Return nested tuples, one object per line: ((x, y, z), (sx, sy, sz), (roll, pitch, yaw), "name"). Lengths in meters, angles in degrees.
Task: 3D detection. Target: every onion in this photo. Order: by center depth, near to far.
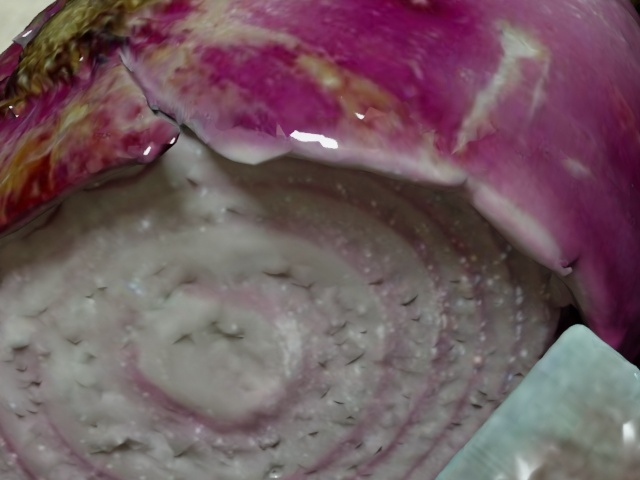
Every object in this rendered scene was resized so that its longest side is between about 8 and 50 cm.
((-0.010, -0.008, 0.487), (0.201, 0.207, 0.200), (18, 42, -17), "onion")

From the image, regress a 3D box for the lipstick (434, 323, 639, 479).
((-0.032, 0.187, 0.387), (0.371, 0.080, 0.076), (-49, 56, 0), "lipstick")

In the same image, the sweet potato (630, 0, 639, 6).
((0.113, -0.174, 0.601), (0.097, 0.097, 0.251), (19, 68, 25), "sweet potato")
